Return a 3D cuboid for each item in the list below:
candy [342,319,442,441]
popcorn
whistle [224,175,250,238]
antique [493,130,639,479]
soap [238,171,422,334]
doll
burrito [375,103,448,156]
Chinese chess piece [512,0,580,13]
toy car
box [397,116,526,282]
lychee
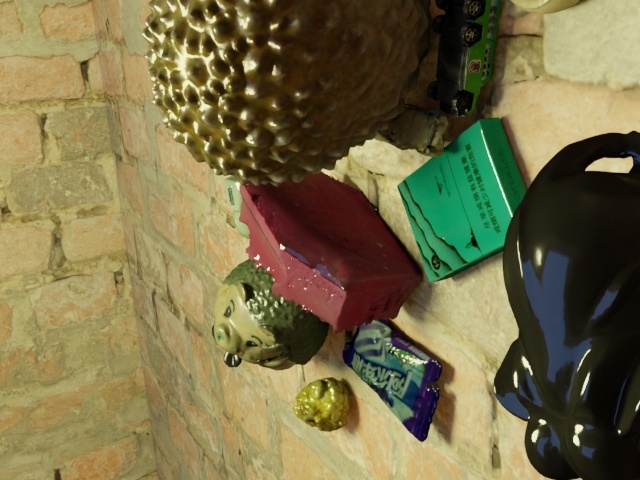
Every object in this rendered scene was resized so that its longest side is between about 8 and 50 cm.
[{"bbox_3d":[0.115,0.207,1.292,0.275,0.070,0.145,42,128,54],"label":"candy"},{"bbox_3d":[0.006,0.330,1.516,0.121,0.116,0.106,-30,78,20],"label":"popcorn"},{"bbox_3d":[-0.155,-0.103,1.668,0.102,0.106,0.253,-2,108,33],"label":"whistle"},{"bbox_3d":[0.281,0.064,0.680,0.185,0.255,0.322,-17,87,62],"label":"antique"},{"bbox_3d":[0.000,0.000,1.274,0.325,0.220,0.127,55,137,41],"label":"soap"},{"bbox_3d":[-0.093,0.139,1.440,0.349,0.247,0.247,128,127,-73],"label":"doll"},{"bbox_3d":[0.126,-0.158,1.094,0.063,0.058,0.229,65,173,-18],"label":"burrito"},{"bbox_3d":[0.245,-0.307,0.822,0.122,0.051,0.122,37,133,54],"label":"Chinese chess piece"},{"bbox_3d":[0.182,-0.240,0.964,0.071,0.062,0.165,42,136,52],"label":"toy car"},{"bbox_3d":[0.193,-0.047,1.046,0.226,0.042,0.161,-40,64,61],"label":"box"},{"bbox_3d":[-0.046,-0.283,1.026,0.432,0.380,0.380,-60,33,0],"label":"lychee"}]
